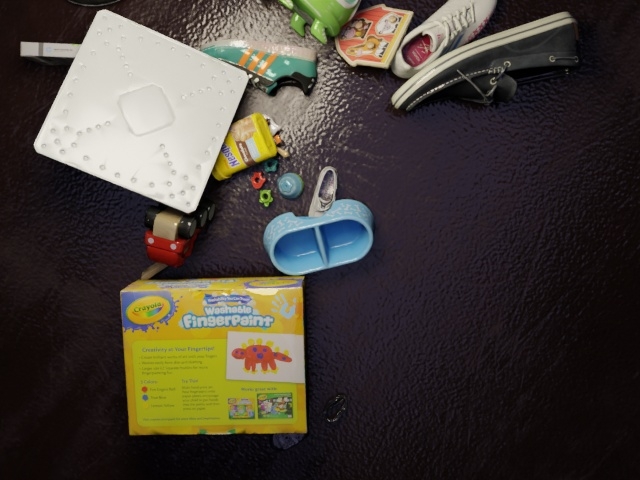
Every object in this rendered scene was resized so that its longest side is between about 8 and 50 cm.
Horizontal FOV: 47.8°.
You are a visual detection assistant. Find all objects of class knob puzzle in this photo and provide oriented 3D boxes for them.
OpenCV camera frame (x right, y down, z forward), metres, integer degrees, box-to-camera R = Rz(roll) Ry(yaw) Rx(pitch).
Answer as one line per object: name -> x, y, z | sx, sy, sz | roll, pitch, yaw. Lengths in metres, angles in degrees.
knob puzzle -> 0.116, -0.525, 1.825 | 0.213, 0.030, 0.213 | -10, 63, 19

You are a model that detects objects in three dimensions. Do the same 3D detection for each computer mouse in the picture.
computer mouse -> -0.031, 0.489, 1.950 | 0.242, 0.041, 0.071 | -29, 92, -4

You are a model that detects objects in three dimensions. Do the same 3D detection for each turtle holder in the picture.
turtle holder -> -0.036, -0.656, 1.751 | 0.320, 0.243, 0.227 | 39, 94, -11

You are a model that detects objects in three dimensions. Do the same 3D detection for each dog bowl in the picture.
dog bowl -> 0.000, 0.000, 1.859 | 0.297, 0.074, 0.166 | -13, 120, 2

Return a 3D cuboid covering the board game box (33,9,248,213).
board game box -> -0.419, -0.305, 1.736 | 0.389, 0.050, 0.390 | 22, 75, -11

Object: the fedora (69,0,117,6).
fedora -> -0.586, -0.767, 1.805 | 0.333, 0.152, 0.334 | 0, 94, 1

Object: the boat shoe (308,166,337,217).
boat shoe -> 0.011, -0.101, 1.888 | 0.066, 0.063, 0.184 | 17, 94, 0

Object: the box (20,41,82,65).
box -> -0.639, -0.469, 1.831 | 0.186, 0.145, 0.038 | 4, 95, 1

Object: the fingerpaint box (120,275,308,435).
fingerpaint box -> -0.254, 0.285, 1.823 | 0.444, 0.163, 0.371 | -2, 97, 2

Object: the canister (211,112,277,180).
canister -> -0.208, -0.241, 1.847 | 0.169, 0.073, 0.126 | -20, 93, 24

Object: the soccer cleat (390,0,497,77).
soccer cleat -> 0.318, -0.525, 1.811 | 0.331, 0.143, 0.116 | -40, 94, 4

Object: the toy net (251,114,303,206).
toy net -> -0.133, -0.213, 1.896 | 0.122, 0.045, 0.232 | -17, 91, 17

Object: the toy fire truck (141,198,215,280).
toy fire truck -> -0.387, 0.015, 1.842 | 0.158, 0.217, 0.246 | 14, 110, 5

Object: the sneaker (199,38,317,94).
sneaker -> -0.161, -0.437, 1.844 | 0.302, 0.108, 0.121 | 5, 90, -1

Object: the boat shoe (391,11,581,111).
boat shoe -> 0.422, -0.412, 1.801 | 0.500, 0.187, 0.156 | -20, 88, -3

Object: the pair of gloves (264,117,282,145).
pair of gloves -> -0.144, -0.270, 1.862 | 0.074, 0.010, 0.083 | -32, 88, 22
